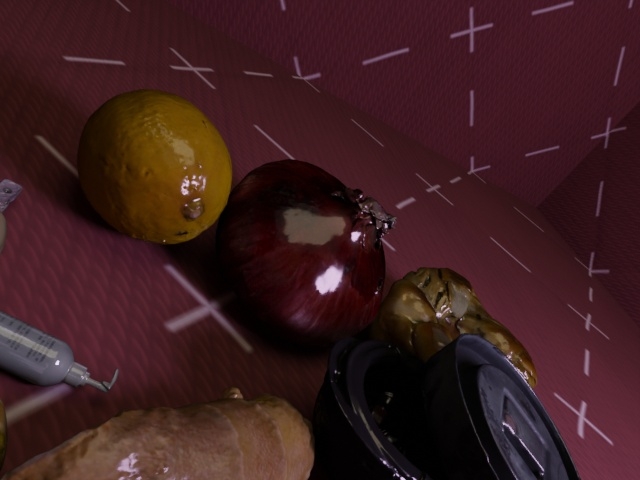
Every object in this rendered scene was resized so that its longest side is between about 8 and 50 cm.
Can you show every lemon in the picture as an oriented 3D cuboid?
[{"bbox_3d":[-0.260,-0.116,0.895,0.236,0.236,0.263,24,17,-25],"label":"lemon"}]

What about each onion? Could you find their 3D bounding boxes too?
[{"bbox_3d":[0.000,0.000,0.968,0.348,0.285,0.347,33,41,-34],"label":"onion"}]

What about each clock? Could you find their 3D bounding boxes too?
[{"bbox_3d":[0.256,0.280,0.772,0.319,0.066,0.318,39,29,-27],"label":"clock"}]

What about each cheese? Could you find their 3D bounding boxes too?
[{"bbox_3d":[-0.444,-0.031,0.742,0.097,0.037,0.192,30,28,-18],"label":"cheese"}]

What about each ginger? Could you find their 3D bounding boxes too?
[{"bbox_3d":[-0.146,0.238,0.588,0.354,0.126,0.189,13,46,-36],"label":"ginger"}]

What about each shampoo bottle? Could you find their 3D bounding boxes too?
[{"bbox_3d":[-0.322,0.123,0.623,0.195,0.056,0.056,31,27,-12],"label":"shampoo bottle"}]

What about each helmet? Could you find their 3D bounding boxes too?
[{"bbox_3d":[0.079,0.266,0.766,0.279,0.160,0.230,30,32,-24],"label":"helmet"}]

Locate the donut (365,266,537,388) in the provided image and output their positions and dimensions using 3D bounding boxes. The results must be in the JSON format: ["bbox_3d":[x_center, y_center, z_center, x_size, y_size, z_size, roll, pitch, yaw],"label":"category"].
[{"bbox_3d":[0.250,0.205,1.079,0.360,0.170,0.360,31,28,-18],"label":"donut"}]

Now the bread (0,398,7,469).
[{"bbox_3d":[-0.371,0.157,0.458,0.213,0.104,0.213,29,30,-19],"label":"bread"}]
